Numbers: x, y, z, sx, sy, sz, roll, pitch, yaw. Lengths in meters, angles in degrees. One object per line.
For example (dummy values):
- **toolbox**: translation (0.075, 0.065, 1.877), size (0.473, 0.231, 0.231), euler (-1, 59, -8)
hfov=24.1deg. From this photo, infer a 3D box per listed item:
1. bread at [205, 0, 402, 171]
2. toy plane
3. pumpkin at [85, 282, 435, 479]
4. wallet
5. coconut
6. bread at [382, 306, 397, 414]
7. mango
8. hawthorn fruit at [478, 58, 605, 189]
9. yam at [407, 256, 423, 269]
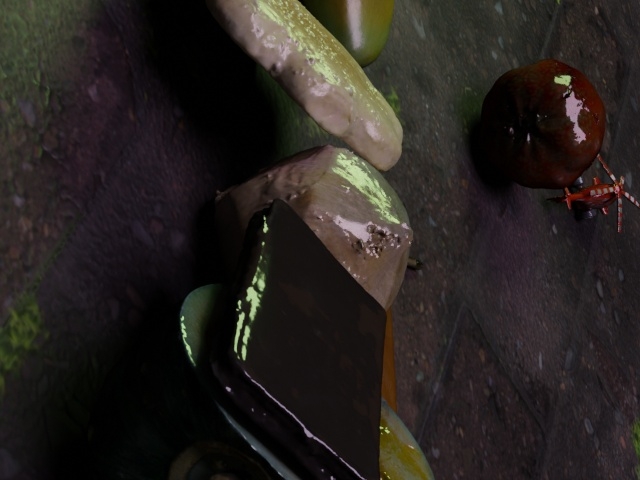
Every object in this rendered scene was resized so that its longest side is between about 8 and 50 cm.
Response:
- **bread**: translation (-0.026, -0.195, 1.490), size (0.316, 0.054, 0.316), euler (44, 12, -13)
- **toy plane**: translation (0.404, -0.058, 2.254), size (0.194, 0.077, 0.126), euler (-39, 105, -51)
- **pumpkin**: translation (-0.061, 0.196, 1.205), size (0.293, 0.197, 0.263), euler (47, 20, -7)
- **wallet**: translation (-0.010, 0.079, 1.189), size (0.165, 0.042, 0.309), euler (43, 20, -14)
- **coconut**: translation (0.001, 0.003, 1.416), size (0.194, 0.194, 0.194), euler (35, 46, -47)
- **bread**: translation (0.039, 0.087, 1.582), size (0.088, 0.049, 0.226), euler (30, 51, -50)
- **mango**: translation (0.032, -0.283, 1.724), size (0.130, 0.092, 0.195), euler (37, 49, -48)
- **hawthorn fruit**: translation (0.313, -0.151, 2.058), size (0.235, 0.181, 0.181), euler (12, 65, -62)
- **yam**: translation (0.091, 0.020, 1.740), size (0.107, 0.014, 0.014), euler (21, 57, -54)
